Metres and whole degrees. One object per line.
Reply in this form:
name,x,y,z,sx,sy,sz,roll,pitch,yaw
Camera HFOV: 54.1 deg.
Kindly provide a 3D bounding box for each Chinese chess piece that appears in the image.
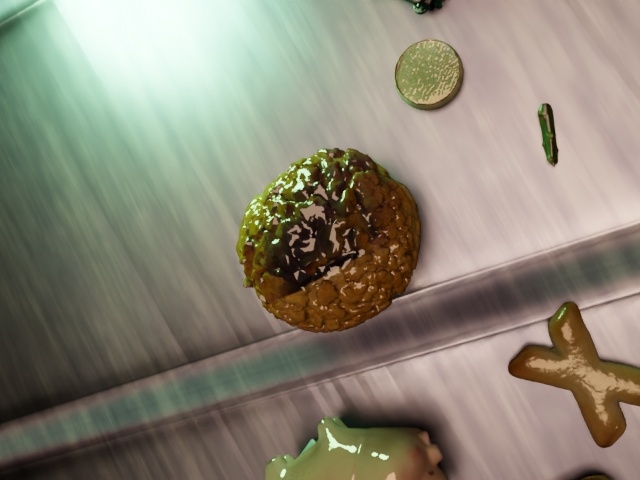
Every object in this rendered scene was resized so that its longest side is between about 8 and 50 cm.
Chinese chess piece,0.190,-0.291,1.103,0.122,0.051,0.122,0,91,17

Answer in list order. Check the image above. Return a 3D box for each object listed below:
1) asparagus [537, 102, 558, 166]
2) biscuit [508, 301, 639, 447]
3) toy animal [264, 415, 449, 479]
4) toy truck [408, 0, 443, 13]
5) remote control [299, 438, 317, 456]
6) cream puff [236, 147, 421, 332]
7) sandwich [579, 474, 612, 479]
asparagus,0.385,-0.177,1.058,0.025,0.021,0.108,-8,90,23
biscuit,0.443,0.225,1.044,0.208,0.047,0.164,40,103,13
toy animal,0.065,0.433,1.080,0.326,0.237,0.269,-37,73,9
toy truck,0.151,-0.458,1.100,0.147,0.065,0.079,27,98,15
remote control,0.031,0.453,1.199,0.162,0.029,0.061,37,100,9
cream puff,0.000,0.000,1.085,0.342,0.231,0.327,11,99,17
sandwich,0.426,0.536,1.042,0.251,0.087,0.226,-32,84,14
